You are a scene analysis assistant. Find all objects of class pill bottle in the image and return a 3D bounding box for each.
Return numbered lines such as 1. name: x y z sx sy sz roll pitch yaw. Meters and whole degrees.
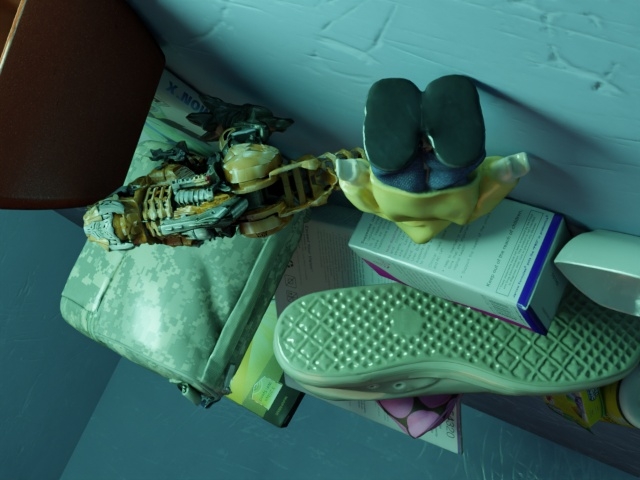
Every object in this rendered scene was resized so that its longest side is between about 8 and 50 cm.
1. pill bottle: 0.463 0.234 1.518 0.103 0.103 0.184 28 169 -12

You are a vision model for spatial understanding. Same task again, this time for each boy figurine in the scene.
1. boy figurine: 0.107 -0.063 0.926 0.177 0.092 0.285 -3 168 7

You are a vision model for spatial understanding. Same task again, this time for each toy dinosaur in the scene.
1. toy dinosaur: -0.080 -0.050 1.041 0.322 0.164 0.218 8 -163 -5

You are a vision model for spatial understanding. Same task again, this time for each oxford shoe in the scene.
1. oxford shoe: 0.167 0.124 1.211 0.449 0.169 0.130 -3 154 1

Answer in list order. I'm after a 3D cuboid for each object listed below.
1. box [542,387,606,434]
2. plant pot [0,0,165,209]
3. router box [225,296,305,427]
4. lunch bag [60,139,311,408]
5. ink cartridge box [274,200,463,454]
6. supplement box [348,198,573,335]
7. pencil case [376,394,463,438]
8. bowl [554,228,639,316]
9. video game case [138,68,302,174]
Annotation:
1. box: 0.371 0.203 1.474 0.105 0.043 0.179 29 143 56
2. plant pot: -0.324 -0.168 1.034 0.267 0.267 0.236 18 179 34
3. router box: -0.094 0.142 1.748 0.243 0.309 0.081 28 174 10
4. lunch bag: -0.167 0.043 1.303 0.256 0.305 0.212 17 167 46
5. ink cartridge box: 0.074 0.115 1.412 0.330 0.071 0.324 15 124 34
6. supplement box: 0.161 0.009 1.099 0.220 0.114 0.111 18 168 28
7. pencil case: 0.091 0.167 1.312 0.209 0.098 0.095 44 162 13
8. bowl: 0.329 0.037 1.005 0.142 0.053 0.142 15 165 44
9. video game case: -0.227 -0.169 1.342 0.329 0.036 0.300 14 164 47
